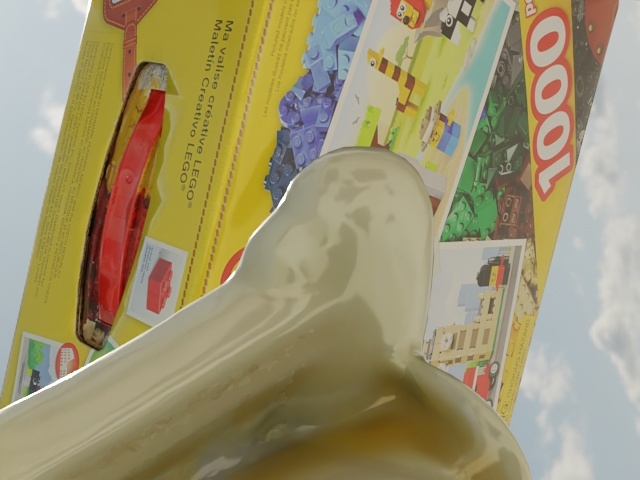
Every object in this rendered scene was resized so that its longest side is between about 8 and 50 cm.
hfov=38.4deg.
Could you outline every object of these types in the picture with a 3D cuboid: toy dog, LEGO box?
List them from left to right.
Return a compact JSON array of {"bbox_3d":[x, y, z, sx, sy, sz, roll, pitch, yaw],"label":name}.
[{"bbox_3d":[0.000,0.000,0.694,0.372,0.193,0.501,10,-85,-46],"label":"LEGO box"},{"bbox_3d":[0.042,0.231,0.261,0.284,0.408,0.396,-21,-47,-32],"label":"toy dog"}]
